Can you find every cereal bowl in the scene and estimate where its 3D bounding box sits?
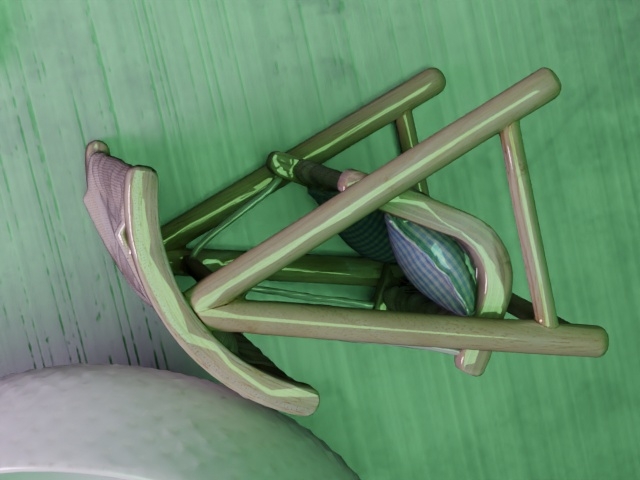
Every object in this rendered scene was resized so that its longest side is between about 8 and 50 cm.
[{"bbox_3d":[-0.111,0.188,1.107,0.339,0.141,0.339,4,135,4],"label":"cereal bowl"}]

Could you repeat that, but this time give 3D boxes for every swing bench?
[{"bbox_3d":[0.000,0.000,1.093,0.255,0.253,0.165,-14,99,-10],"label":"swing bench"}]
